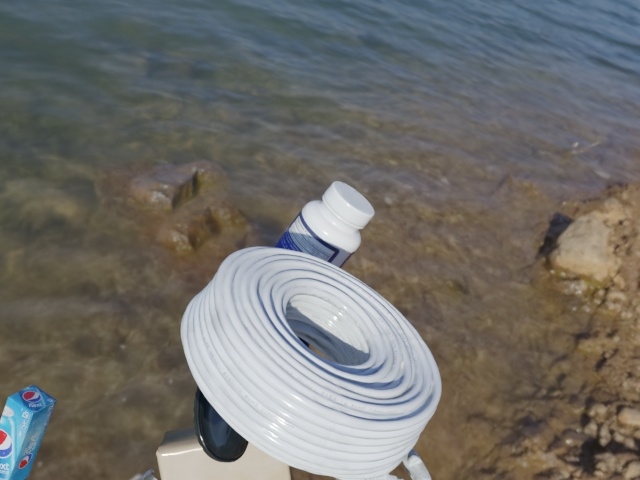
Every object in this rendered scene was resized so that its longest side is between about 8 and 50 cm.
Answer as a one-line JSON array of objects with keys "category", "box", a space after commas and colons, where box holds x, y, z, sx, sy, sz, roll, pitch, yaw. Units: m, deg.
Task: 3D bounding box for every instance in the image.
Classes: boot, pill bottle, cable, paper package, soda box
[{"category": "boot", "box": [-0.100, 0.197, 0.903, 0.094, 0.207, 0.246, 12, 71, -29]}, {"category": "pill bottle", "box": [0.000, 0.000, 1.022, 0.112, 0.187, 0.112, 33, 23, -16]}, {"category": "cable", "box": [-0.006, 0.110, 0.614, 0.257, 0.089, 0.257, 20, 28, -26]}, {"category": "paper package", "box": [-0.239, 0.628, 1.617, 0.324, 0.309, 0.168, -8, 6, -7]}, {"category": "soda box", "box": [-0.622, 0.407, 1.287, 0.067, 0.210, 0.071, 28, 16, 12]}]

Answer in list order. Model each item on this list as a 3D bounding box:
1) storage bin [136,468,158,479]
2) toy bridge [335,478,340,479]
[{"category": "storage bin", "box": [-0.550, 0.832, 1.743, 0.123, 0.262, 0.260, 33, 30, 19]}, {"category": "toy bridge", "box": [0.105, 0.463, 1.147, 0.188, 0.026, 0.063, 34, 51, -18]}]
